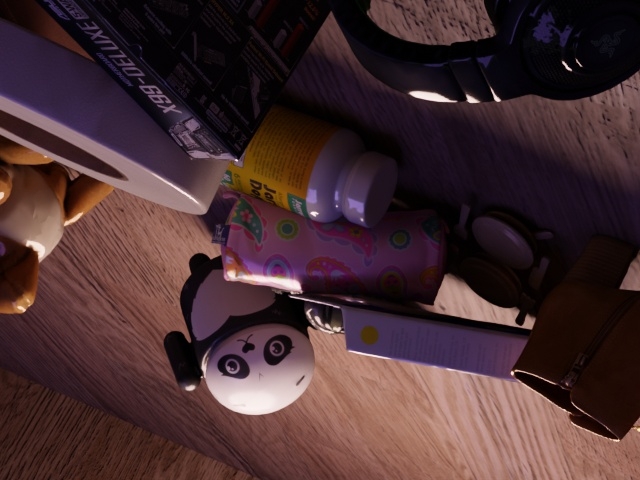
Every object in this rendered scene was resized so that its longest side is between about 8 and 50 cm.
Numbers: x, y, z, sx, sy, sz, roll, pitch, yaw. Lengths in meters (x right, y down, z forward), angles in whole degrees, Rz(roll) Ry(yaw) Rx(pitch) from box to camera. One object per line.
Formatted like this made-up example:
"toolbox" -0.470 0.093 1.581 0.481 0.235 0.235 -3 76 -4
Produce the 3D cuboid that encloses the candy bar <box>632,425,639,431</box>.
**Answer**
"candy bar" 0.460 0.258 1.792 0.161 0.018 0.040 22 172 3

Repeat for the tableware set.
"tableware set" 0.222 0.019 1.765 0.128 0.039 0.194 35 156 14

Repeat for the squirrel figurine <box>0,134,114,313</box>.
"squirrel figurine" -0.579 -0.113 2.214 0.397 0.281 0.370 0 138 48

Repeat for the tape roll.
"tape roll" -0.280 -0.138 1.503 0.392 0.072 0.392 24 173 3

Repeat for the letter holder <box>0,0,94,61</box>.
"letter holder" -0.385 -0.274 1.651 0.152 0.214 0.302 20 157 24

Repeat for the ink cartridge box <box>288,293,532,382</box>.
"ink cartridge box" 0.146 0.123 1.821 0.307 0.072 0.303 8 180 19

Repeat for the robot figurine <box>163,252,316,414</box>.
"robot figurine" -0.112 0.126 2.162 0.173 0.278 0.209 10 131 -34

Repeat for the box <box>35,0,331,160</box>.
"box" -0.128 -0.260 1.312 0.076 0.242 0.307 6 149 47

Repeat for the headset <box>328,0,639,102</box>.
"headset" 0.203 -0.201 1.043 0.394 0.243 0.185 -5 145 25

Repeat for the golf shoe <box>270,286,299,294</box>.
"golf shoe" 0.000 0.000 1.959 0.273 0.105 0.120 -8 122 50

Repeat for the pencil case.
"pencil case" 0.015 0.007 1.785 0.284 0.124 0.124 7 156 4

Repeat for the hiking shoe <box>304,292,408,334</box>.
"hiking shoe" 0.077 0.105 2.052 0.114 0.086 0.227 3 168 44

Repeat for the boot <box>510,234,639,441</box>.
"boot" 0.374 0.130 1.570 0.295 0.211 0.104 21 158 22

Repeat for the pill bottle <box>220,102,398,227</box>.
"pill bottle" -0.019 -0.090 1.721 0.208 0.118 0.117 21 157 21
